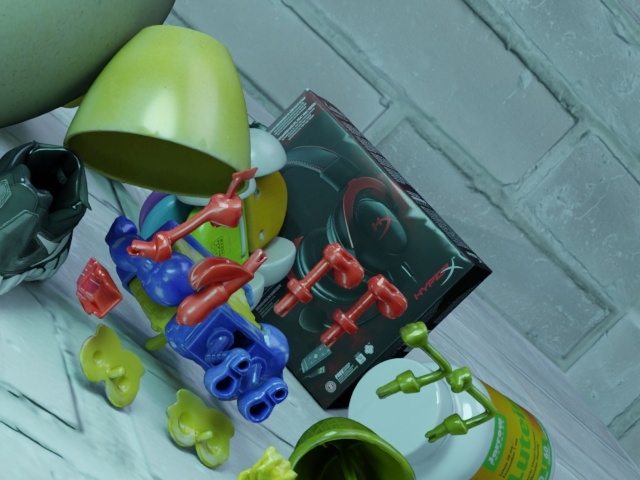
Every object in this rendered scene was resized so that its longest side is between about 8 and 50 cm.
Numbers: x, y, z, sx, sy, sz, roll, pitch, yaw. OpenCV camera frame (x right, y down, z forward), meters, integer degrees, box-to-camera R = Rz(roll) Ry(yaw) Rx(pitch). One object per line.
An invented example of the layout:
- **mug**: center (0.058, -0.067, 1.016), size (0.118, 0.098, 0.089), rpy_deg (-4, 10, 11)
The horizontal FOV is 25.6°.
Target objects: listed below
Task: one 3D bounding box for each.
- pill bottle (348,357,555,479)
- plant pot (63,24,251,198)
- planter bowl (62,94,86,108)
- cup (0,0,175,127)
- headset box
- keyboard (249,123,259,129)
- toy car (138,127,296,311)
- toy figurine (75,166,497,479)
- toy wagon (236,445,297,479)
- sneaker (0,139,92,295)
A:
- **pill bottle**: center (0.132, 0.203, 1.435), size (0.245, 0.136, 0.136), rpy_deg (35, 13, -51)
- **plant pot**: center (-0.107, -0.097, 1.008), size (0.134, 0.095, 0.134), rpy_deg (11, -14, 3)
- **planter bowl**: center (-0.307, -0.178, 1.308), size (0.217, 0.090, 0.217), rpy_deg (44, 9, -9)
- **cup**: center (-0.276, -0.200, 0.964), size (0.331, 0.331, 0.237), rpy_deg (43, 29, -15)
- **headset box**: center (0.000, 0.000, 1.497), size (0.293, 0.218, 0.110), rpy_deg (48, 9, 16)
- **keyboard**: center (-0.147, -0.094, 1.455), size (0.108, 0.180, 0.023), rpy_deg (31, 53, -55)
- **toy car**: center (-0.108, -0.019, 1.376), size (0.136, 0.159, 0.182), rpy_deg (5, 24, 21)
- **toy figurine**: center (-0.053, 0.057, 1.122), size (0.362, 0.191, 0.217), rpy_deg (40, 5, -36)
- **toy wagon**: center (0.070, 0.238, 0.642), size (0.344, 0.068, 0.267), rpy_deg (41, -28, 21)
- **sneaker**: center (-0.202, -0.024, 1.013), size (0.078, 0.106, 0.234), rpy_deg (46, 8, -3)
